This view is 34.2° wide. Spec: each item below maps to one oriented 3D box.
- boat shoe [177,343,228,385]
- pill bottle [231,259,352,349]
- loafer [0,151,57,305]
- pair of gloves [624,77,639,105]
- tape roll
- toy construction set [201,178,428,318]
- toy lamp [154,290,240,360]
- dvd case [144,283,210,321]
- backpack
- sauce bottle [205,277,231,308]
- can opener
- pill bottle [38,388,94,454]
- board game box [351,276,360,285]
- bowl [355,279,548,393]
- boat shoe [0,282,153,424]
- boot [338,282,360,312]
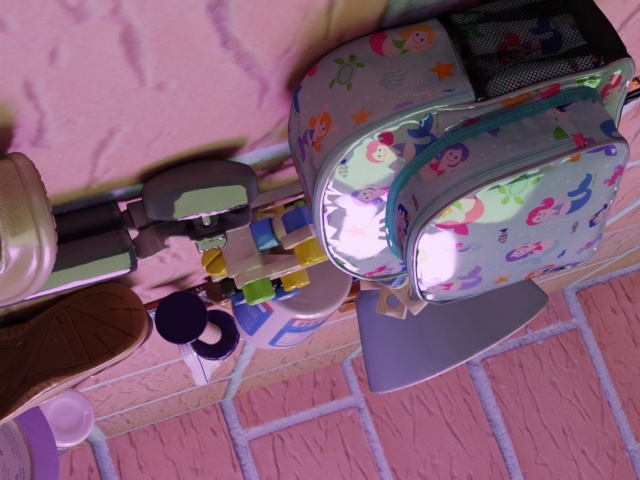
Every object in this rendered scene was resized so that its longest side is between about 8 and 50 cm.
[{"bbox_3d":[-0.194,0.200,1.804,0.076,0.083,0.226,-17,168,-4],"label":"boat shoe"},{"bbox_3d":[-0.046,0.068,1.322,0.124,0.124,0.221,-15,166,-21],"label":"pill bottle"},{"bbox_3d":[-0.286,0.017,0.772,0.092,0.102,0.268,-16,170,-46],"label":"loafer"},{"bbox_3d":[0.336,-0.160,1.188,0.074,0.010,0.083,-24,168,22],"label":"pair of gloves"},{"bbox_3d":[-0.470,0.294,1.320,0.090,0.275,0.275,-29,165,34],"label":"tape roll"},{"bbox_3d":[0.000,0.000,1.089,0.215,0.151,0.327,-24,157,19],"label":"toy construction set"},{"bbox_3d":[-0.163,0.124,1.461,0.080,0.080,0.275,-19,168,0],"label":"toy lamp"},{"bbox_3d":[-0.207,0.091,1.460,0.119,0.013,0.087,-21,168,1],"label":"dvd case"},{"bbox_3d":[0.107,-0.065,0.819,0.253,0.191,0.225,-10,147,-4],"label":"backpack"},{"bbox_3d":[-0.127,0.075,1.443,0.042,0.042,0.128,-20,166,5],"label":"sauce bottle"},{"bbox_3d":[-0.193,-0.012,0.917,0.280,0.074,0.093,-19,134,-12],"label":"can opener"},{"bbox_3d":[-0.491,0.341,1.915,0.108,0.108,0.180,-12,166,-32],"label":"pill bottle"},{"bbox_3d":[0.004,0.045,1.505,0.141,0.048,0.170,-29,165,34],"label":"board game box"},{"bbox_3d":[0.177,0.091,1.609,0.311,0.163,0.311,-29,-178,1],"label":"bowl"},{"bbox_3d":[-0.362,0.154,1.252,0.342,0.123,0.123,-25,167,-4],"label":"boat shoe"},{"bbox_3d":[0.168,0.091,1.867,0.280,0.096,0.264,-19,169,4],"label":"boot"}]
